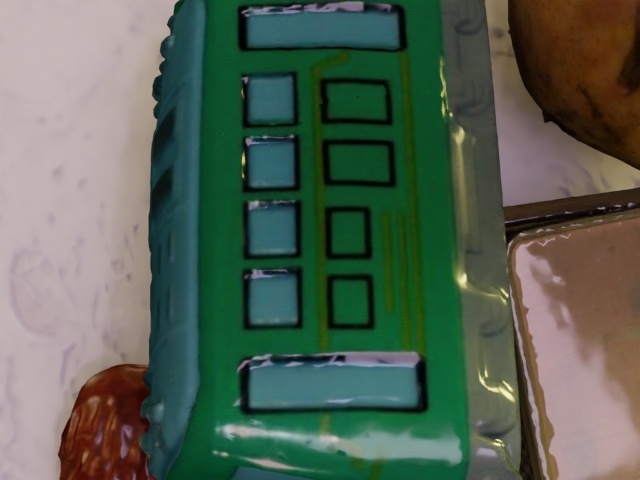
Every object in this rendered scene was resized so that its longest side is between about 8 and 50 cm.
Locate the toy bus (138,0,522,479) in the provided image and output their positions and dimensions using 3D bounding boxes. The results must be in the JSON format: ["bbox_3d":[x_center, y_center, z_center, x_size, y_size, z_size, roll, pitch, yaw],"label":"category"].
[{"bbox_3d":[0.000,0.000,0.853,0.199,0.183,0.343,3,65,-10],"label":"toy bus"}]

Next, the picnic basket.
[{"bbox_3d":[0.181,0.100,0.952,0.165,0.139,0.267,-12,92,-13],"label":"picnic basket"}]

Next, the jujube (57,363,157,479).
[{"bbox_3d":[-0.104,0.163,0.903,0.112,0.109,0.176,-6,78,-12],"label":"jujube"}]

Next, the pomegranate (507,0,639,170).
[{"bbox_3d":[0.249,-0.172,0.915,0.281,0.281,0.281,0,89,-13],"label":"pomegranate"}]
